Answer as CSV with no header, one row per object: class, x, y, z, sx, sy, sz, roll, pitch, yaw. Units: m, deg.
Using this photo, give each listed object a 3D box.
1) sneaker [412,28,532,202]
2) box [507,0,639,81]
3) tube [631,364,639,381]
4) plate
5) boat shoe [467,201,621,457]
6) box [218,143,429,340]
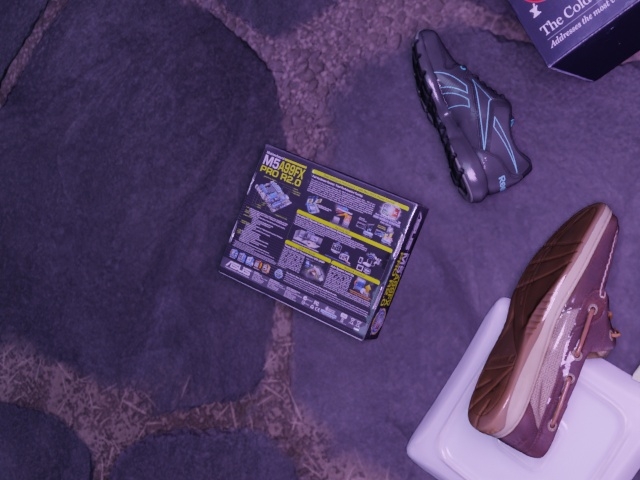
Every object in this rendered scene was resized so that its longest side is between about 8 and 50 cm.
sneaker,0.207,-0.184,1.225,0.106,0.101,0.268,-20,76,0
box,0.372,-0.428,1.070,0.343,0.179,0.313,-37,71,31
tube,0.482,0.086,1.089,0.070,0.062,0.240,39,112,64
plate,0.284,0.261,1.169,0.278,0.045,0.277,34,101,23
boat shoe,0.315,0.115,1.112,0.123,0.123,0.342,32,71,-10
box,0.000,0.000,1.310,0.270,0.060,0.216,23,95,24
